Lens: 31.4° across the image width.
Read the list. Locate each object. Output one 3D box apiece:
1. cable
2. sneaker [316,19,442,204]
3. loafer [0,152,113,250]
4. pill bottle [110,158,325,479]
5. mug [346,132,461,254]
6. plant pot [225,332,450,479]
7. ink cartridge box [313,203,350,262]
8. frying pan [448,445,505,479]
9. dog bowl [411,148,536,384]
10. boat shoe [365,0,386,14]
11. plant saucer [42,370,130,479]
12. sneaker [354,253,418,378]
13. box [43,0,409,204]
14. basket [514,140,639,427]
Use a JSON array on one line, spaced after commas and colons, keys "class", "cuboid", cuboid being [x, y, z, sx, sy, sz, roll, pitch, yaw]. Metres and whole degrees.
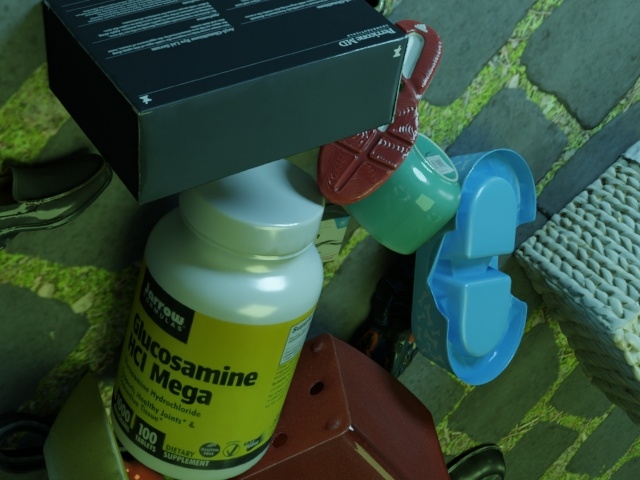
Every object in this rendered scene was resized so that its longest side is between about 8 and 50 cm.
[{"class": "cable", "cuboid": [-0.266, 0.264, 1.329, 0.139, 0.072, 0.287, -45, 143, -7]}, {"class": "sneaker", "cuboid": [0.058, -0.113, 1.191, 0.221, 0.087, 0.128, -58, 176, -21]}, {"class": "loafer", "cuboid": [-0.272, -0.042, 1.042, 0.170, 0.062, 0.061, -30, 136, -20]}, {"class": "pill bottle", "cuboid": [-0.106, 0.078, 1.203, 0.188, 0.188, 0.334, -10, 131, -36]}, {"class": "mug", "cuboid": [0.094, -0.072, 1.292, 0.129, 0.157, 0.097, 30, 120, -31]}, {"class": "plant pot", "cuboid": [-0.004, 0.277, 1.408, 0.267, 0.267, 0.236, -26, 123, 9]}, {"class": "ink cartridge box", "cuboid": [0.000, 0.000, 1.355, 0.048, 0.028, 0.083, -11, 133, -35]}, {"class": "frying pan", "cuboid": [0.231, 0.418, 1.961, 0.197, 0.053, 0.326, -44, 146, -1]}, {"class": "dog bowl", "cuboid": [0.189, 0.029, 1.432, 0.166, 0.074, 0.297, -6, 104, -45]}, {"class": "boat shoe", "cuboid": [0.040, -0.239, 1.143, 0.056, 0.049, 0.152, -36, 144, -13]}, {"class": "plant saucer", "cuboid": [-0.210, 0.356, 1.199, 0.081, 0.333, 0.332, -19, 116, -12]}, {"class": "sneaker", "cuboid": [0.114, 0.101, 1.532, 0.087, 0.083, 0.221, -16, 140, -55]}, {"class": "box", "cuboid": [-0.084, -0.155, 1.001, 0.261, 0.184, 0.103, -20, 137, -27]}, {"class": "basket", "cuboid": [0.491, 0.090, 1.587, 0.266, 0.331, 0.328, -36, 116, -1]}]
